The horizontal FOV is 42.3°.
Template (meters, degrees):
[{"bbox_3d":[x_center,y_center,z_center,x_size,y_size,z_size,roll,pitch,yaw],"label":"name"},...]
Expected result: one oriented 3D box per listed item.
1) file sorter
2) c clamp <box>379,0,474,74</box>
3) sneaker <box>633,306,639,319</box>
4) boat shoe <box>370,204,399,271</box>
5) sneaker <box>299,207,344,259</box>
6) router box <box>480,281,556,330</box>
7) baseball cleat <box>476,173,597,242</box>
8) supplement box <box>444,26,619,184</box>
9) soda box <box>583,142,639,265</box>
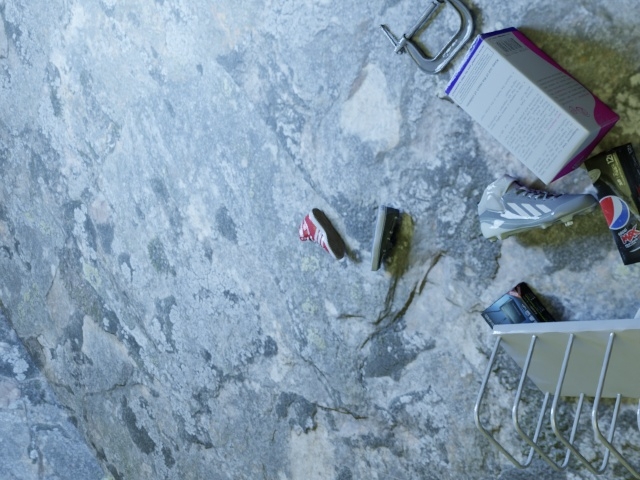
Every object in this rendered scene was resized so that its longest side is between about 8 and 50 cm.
[{"bbox_3d":[0.405,0.245,1.249,0.277,0.173,0.193,-9,136,44],"label":"file sorter"},{"bbox_3d":[0.177,-0.351,1.373,0.160,0.022,0.137,-40,79,45],"label":"c clamp"},{"bbox_3d":[0.566,0.071,1.128,0.169,0.108,0.293,45,130,24],"label":"sneaker"},{"bbox_3d":[0.119,0.000,1.555,0.040,0.049,0.142,7,123,-1],"label":"boat shoe"},{"bbox_3d":[0.000,0.000,1.665,0.067,0.042,0.118,-44,68,39],"label":"sneaker"},{"bbox_3d":[0.345,0.144,1.409,0.122,0.038,0.092,53,134,13],"label":"router box"},{"bbox_3d":[0.332,-0.063,1.316,0.205,0.072,0.110,-20,87,41],"label":"baseball cleat"},{"bbox_3d":[0.315,-0.205,1.243,0.220,0.111,0.114,46,132,19],"label":"supplement box"},{"bbox_3d":[0.450,-0.053,1.216,0.053,0.060,0.169,-20,93,46],"label":"soda box"}]
